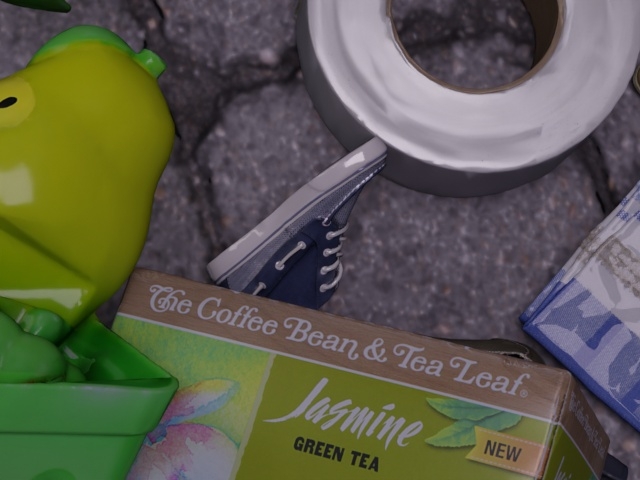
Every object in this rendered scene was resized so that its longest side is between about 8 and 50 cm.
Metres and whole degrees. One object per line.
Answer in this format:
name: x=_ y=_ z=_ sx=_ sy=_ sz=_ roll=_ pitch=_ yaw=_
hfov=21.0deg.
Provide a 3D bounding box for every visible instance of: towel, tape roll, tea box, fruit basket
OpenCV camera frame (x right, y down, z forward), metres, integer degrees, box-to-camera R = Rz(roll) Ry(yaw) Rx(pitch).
towel: x=0.329 y=0.031 z=1.446 sx=0.209 sy=0.034 sz=0.285 roll=42 pitch=88 yaw=-2
tape roll: x=0.122 y=-0.183 z=1.454 sx=0.286 sy=0.100 sz=0.286 roll=1 pitch=80 yaw=-5
tea box: x=-0.004 y=0.227 z=1.212 sx=0.329 sy=0.220 sz=0.323 roll=12 pitch=75 yaw=20
fruit basket: x=-0.250 y=0.024 z=1.154 sx=0.283 sy=0.392 sz=0.392 roll=5 pitch=77 yaw=-32

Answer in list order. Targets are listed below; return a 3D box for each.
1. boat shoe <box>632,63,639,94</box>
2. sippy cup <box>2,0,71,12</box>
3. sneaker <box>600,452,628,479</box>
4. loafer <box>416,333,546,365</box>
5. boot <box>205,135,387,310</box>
boat shoe: x=0.337 y=-0.122 z=1.489 sx=0.135 sy=0.045 sz=0.050 roll=25 pitch=78 yaw=0
sippy cup: x=-0.202 y=-0.350 z=1.393 sx=0.240 sy=0.224 sz=0.305 roll=44 pitch=78 yaw=5
sneaker: x=0.223 y=0.228 z=1.372 sx=0.321 sy=0.126 sz=0.127 roll=12 pitch=65 yaw=-10
loafer: x=0.067 y=0.112 z=1.398 sx=0.251 sy=0.087 sz=0.094 roll=-6 pitch=80 yaw=-6
boot: x=0.000 y=0.000 z=1.399 sx=0.190 sy=0.069 sz=0.086 roll=-39 pitch=90 yaw=25
